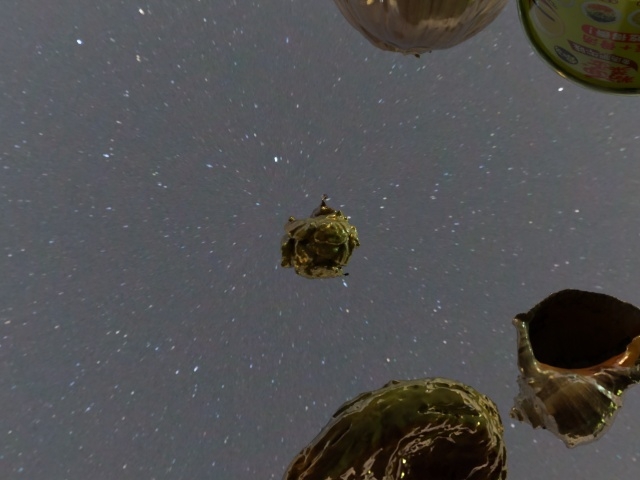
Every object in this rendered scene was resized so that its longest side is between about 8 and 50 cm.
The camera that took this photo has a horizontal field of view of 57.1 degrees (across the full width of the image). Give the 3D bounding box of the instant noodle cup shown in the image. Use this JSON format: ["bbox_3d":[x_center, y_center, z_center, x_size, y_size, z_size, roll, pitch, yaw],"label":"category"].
[{"bbox_3d":[0.346,-0.321,0.607,0.311,0.221,0.311,-1,-92,25],"label":"instant noodle cup"}]

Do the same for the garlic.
[{"bbox_3d":[0.157,-0.430,0.952,0.317,0.317,0.259,6,-55,-3],"label":"garlic"}]

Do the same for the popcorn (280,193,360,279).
[{"bbox_3d":[0.008,-0.003,1.261,0.168,0.195,0.173,-23,-85,30],"label":"popcorn"}]

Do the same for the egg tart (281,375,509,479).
[{"bbox_3d":[0.121,0.410,1.011,0.443,0.178,0.443,-7,-72,-21],"label":"egg tart"}]

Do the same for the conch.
[{"bbox_3d":[0.532,0.261,1.258,0.352,0.210,0.297,-25,-100,-20],"label":"conch"}]
